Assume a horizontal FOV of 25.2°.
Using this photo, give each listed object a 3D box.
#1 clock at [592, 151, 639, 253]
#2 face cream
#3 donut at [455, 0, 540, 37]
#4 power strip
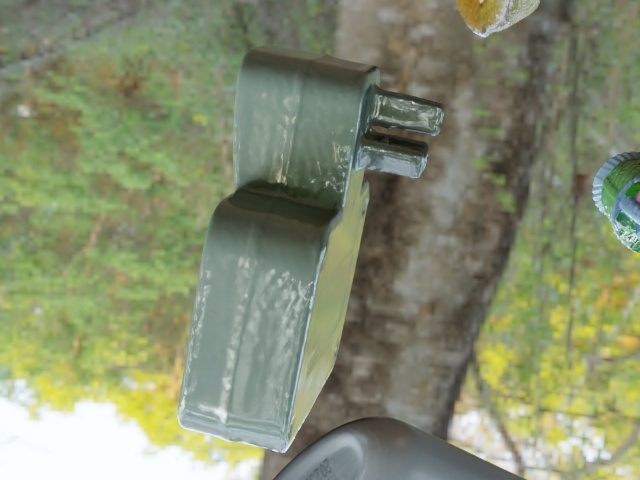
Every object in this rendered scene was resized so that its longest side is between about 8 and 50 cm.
[{"bbox_3d":[0.397,-0.012,1.506,0.194,0.100,0.195,15,-161,-19],"label":"clock"},{"bbox_3d":[0.087,0.195,0.848,0.291,0.144,0.071,27,-157,-37],"label":"face cream"},{"bbox_3d":[0.172,-0.300,1.449,0.065,0.178,0.162,-17,-175,-13],"label":"donut"},{"bbox_3d":[0.000,0.000,1.035,0.141,0.261,0.229,12,-166,8],"label":"power strip"}]
